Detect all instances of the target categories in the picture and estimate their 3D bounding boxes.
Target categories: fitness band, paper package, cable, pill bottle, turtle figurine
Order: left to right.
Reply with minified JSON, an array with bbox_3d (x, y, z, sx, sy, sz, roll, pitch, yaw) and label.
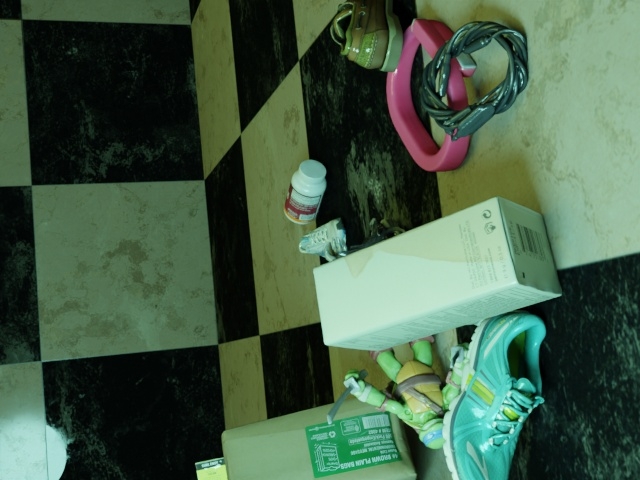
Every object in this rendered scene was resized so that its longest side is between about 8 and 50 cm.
[{"bbox_3d":[-0.034,-0.117,1.975,0.152,0.086,0.086,109,151,-46],"label":"pill bottle"},{"bbox_3d":[-0.001,0.434,1.518,0.309,0.324,0.168,85,172,-59],"label":"paper package"},{"bbox_3d":[0.142,0.192,1.361,0.198,0.274,0.266,-43,38,21],"label":"turtle figurine"},{"bbox_3d":[0.180,-0.245,1.384,0.291,0.054,0.209,-111,25,-44],"label":"fitness band"},{"bbox_3d":[0.225,-0.243,1.204,0.184,0.047,0.151,-44,53,37],"label":"cable"}]

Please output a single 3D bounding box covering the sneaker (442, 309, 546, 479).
[{"bbox_3d":[0.243,0.222,1.122,0.110,0.107,0.275,-22,50,59],"label":"sneaker"}]

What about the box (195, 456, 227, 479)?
[{"bbox_3d":[-0.178,0.515,1.500,0.087,0.058,0.232,102,157,-77],"label":"box"}]

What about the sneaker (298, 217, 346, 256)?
[{"bbox_3d":[0.000,0.000,1.904,0.191,0.082,0.071,135,131,-64],"label":"sneaker"}]

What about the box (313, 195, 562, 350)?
[{"bbox_3d":[0.155,0.057,1.150,0.311,0.148,0.121,-22,68,33],"label":"box"}]

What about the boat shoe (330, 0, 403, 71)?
[{"bbox_3d":[0.074,-0.408,1.520,0.307,0.104,0.111,-102,21,-59],"label":"boat shoe"}]

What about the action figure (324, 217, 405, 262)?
[{"bbox_3d":[0.091,0.034,1.537,0.276,0.164,0.141,102,151,-51],"label":"action figure"}]

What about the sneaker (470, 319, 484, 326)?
[{"bbox_3d":[0.179,0.067,1.334,0.262,0.121,0.099,-146,56,-67],"label":"sneaker"}]
